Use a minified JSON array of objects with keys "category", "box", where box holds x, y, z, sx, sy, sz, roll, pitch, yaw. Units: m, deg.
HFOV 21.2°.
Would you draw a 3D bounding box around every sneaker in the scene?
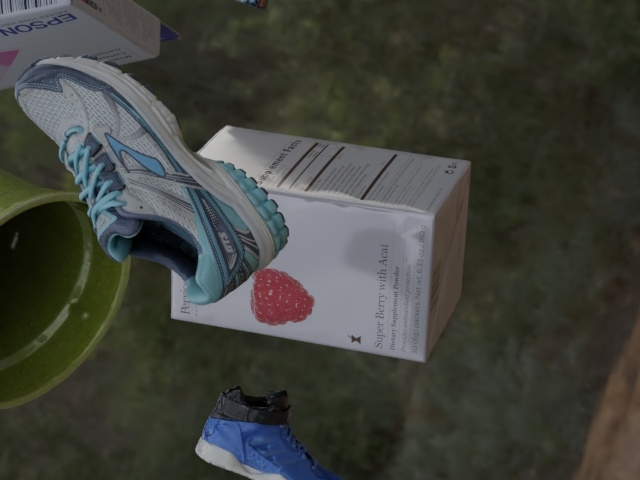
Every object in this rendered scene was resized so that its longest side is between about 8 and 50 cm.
[{"category":"sneaker","box":[-0.033,0.188,1.603,0.058,0.152,0.084,-84,16,-85]},{"category":"sneaker","box":[-0.167,-0.054,1.507,0.122,0.283,0.110,-49,-8,-33]}]

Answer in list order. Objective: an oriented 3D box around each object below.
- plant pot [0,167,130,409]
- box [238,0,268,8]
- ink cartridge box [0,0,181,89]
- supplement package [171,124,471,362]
[{"category":"plant pot","box":[-0.406,0.015,1.977,0.254,0.276,0.276,33,111,35]},{"category":"box","box":[-0.103,-0.296,1.697,0.027,0.137,0.094,-13,-57,-70]},{"category":"ink cartridge box","box":[-0.379,-0.242,2.120,0.330,0.324,0.071,29,-126,-67]},{"category":"supplement package","box":[0.000,0.000,1.872,0.175,0.293,0.177,-52,-33,-61]}]
